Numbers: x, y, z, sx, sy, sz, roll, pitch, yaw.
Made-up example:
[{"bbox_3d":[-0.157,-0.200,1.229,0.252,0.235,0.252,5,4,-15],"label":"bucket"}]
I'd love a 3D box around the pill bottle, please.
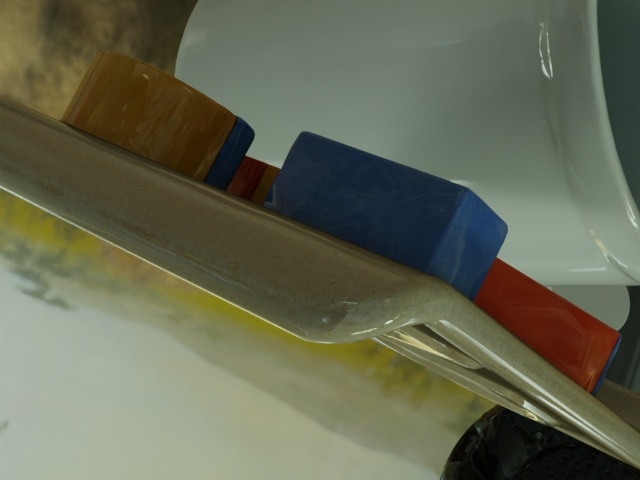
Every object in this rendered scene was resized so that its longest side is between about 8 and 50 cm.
[{"bbox_3d":[0.286,0.102,1.400,0.119,0.119,0.208,21,154,-6],"label":"pill bottle"}]

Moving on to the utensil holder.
[{"bbox_3d":[0.118,-0.115,0.919,0.385,0.327,0.327,-4,157,39],"label":"utensil holder"}]

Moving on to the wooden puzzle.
[{"bbox_3d":[0.000,0.000,0.583,0.322,0.080,0.348,24,178,36],"label":"wooden puzzle"}]

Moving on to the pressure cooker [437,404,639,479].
[{"bbox_3d":[0.319,0.424,1.558,0.370,0.375,0.420,24,154,9],"label":"pressure cooker"}]
